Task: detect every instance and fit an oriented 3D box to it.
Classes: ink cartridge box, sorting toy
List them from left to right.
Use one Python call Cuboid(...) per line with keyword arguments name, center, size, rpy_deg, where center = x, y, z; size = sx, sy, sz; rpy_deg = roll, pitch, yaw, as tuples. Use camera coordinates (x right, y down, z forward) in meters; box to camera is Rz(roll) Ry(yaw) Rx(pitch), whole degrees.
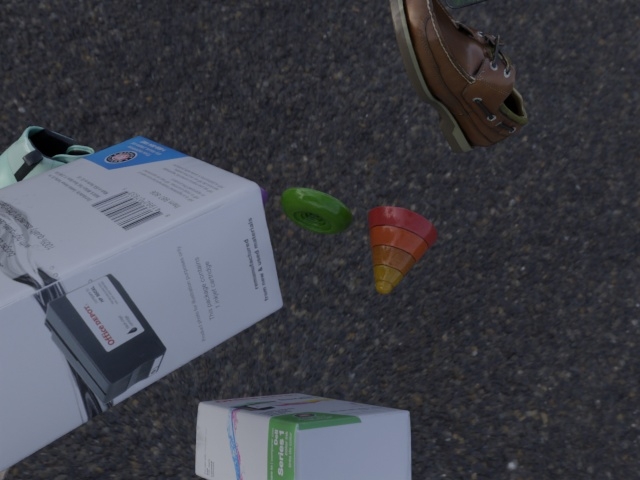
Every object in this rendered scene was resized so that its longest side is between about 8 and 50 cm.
Cuboid(name="ink cartridge box", center=(-0.287, 0.048, 0.705), size=(0.395, 0.166, 0.285), rpy_deg=(-28, 34, -30))
Cuboid(name="ink cartridge box", center=(-0.034, 0.300, 0.966), size=(0.201, 0.278, 0.117), rpy_deg=(5, 81, -37))
Cuboid(name="sorting toy", center=(0.000, 0.000, 1.076), size=(0.365, 0.127, 0.126), rpy_deg=(13, 68, 16))

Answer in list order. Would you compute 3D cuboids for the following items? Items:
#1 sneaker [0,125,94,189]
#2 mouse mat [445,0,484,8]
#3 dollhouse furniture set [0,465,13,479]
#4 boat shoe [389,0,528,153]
Cuboid(name="sneaker", center=(-0.328, -0.042, 0.901), size=(0.256, 0.151, 0.094), rpy_deg=(40, 34, -16))
Cuboid(name="mouse mat", center=(0.227, -0.405, 0.863), size=(0.152, 0.007, 0.190), rpy_deg=(-12, 75, 15))
Cuboid(name="dollhouse furniture set", center=(-0.527, 0.221, 0.803), size=(0.303, 0.355, 0.174), rpy_deg=(33, 34, 1))
Cuboid(name="boat shoe", center=(0.168, -0.203, 0.754), size=(0.104, 0.307, 0.111), rpy_deg=(-11, 72, 23))
